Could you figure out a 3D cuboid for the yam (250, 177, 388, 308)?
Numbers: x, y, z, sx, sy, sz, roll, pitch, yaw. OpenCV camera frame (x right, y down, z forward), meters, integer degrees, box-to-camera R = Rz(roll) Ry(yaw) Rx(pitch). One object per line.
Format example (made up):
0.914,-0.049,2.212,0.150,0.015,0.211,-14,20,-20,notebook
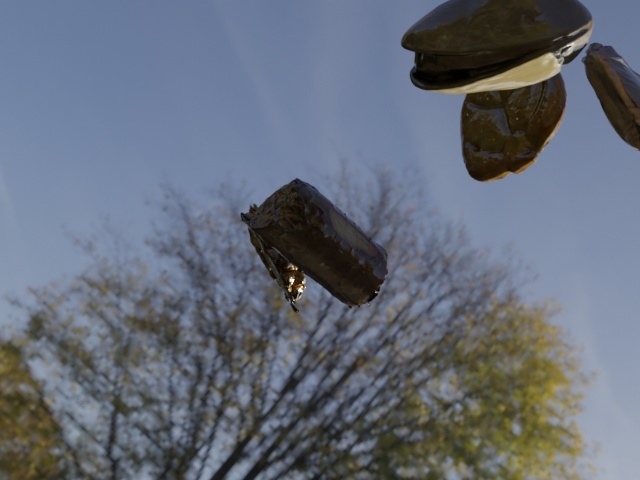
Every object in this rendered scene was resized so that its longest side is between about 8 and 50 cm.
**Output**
-0.001,0.002,1.926,0.129,0.128,0.238,-29,-55,36,yam

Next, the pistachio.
0.204,-0.232,1.351,0.136,0.226,0.136,165,-90,-84,pistachio

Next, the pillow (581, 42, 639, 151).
0.424,-0.170,1.550,0.270,0.067,0.173,13,47,-59,pillow

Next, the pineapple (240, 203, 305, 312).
-0.083,0.029,2.172,0.221,0.047,0.221,59,-9,15,pineapple

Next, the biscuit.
0.283,-0.201,1.779,0.041,0.260,0.203,25,-51,-31,biscuit
